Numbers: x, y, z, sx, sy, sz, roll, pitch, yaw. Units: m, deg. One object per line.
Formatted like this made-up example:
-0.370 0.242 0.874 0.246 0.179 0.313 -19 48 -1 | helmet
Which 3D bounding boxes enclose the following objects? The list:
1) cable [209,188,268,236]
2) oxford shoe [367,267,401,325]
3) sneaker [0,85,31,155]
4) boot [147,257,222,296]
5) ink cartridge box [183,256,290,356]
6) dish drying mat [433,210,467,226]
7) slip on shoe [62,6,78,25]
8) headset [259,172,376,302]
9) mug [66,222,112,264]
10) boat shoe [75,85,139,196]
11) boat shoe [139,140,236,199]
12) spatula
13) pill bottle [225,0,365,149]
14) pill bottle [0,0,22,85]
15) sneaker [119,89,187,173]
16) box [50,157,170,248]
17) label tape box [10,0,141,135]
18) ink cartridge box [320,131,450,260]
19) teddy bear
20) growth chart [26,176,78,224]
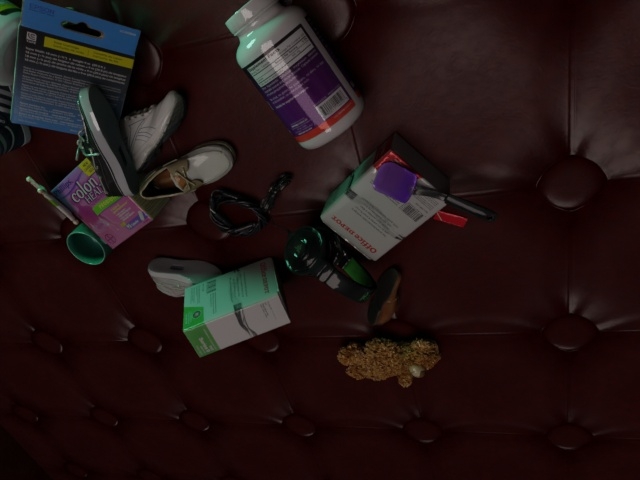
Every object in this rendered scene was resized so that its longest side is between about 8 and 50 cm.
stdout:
-0.240 -0.068 1.478 0.184 0.047 0.151 19 129 1 | cable
0.206 0.166 1.524 0.076 0.076 0.212 0 130 -22 | oxford shoe
-0.906 -0.364 1.380 0.099 0.153 0.282 3 126 13 | sneaker
-0.432 0.132 1.667 0.258 0.095 0.123 11 138 14 | boot
-0.248 0.192 1.510 0.289 0.211 0.122 -20 122 0 | ink cartridge box
0.343 -0.058 1.343 0.083 0.008 0.032 17 128 4 | dish drying mat
-0.657 -0.545 1.246 0.135 0.041 0.052 6 127 12 | slip on shoe
0.000 0.000 1.366 0.394 0.243 0.185 38 103 8 | headset
-0.714 0.001 1.633 0.157 0.097 0.130 13 128 6 | mug
-0.556 -0.238 1.278 0.104 0.113 0.306 -6 138 1 | boat shoe
-0.366 -0.178 1.396 0.302 0.103 0.113 -18 119 27 | boat shoe
0.269 -0.102 1.175 0.296 0.030 0.084 19 124 0 | spatula
-0.056 -0.373 1.113 0.181 0.182 0.323 -26 115 30 | pill bottle
-0.859 -0.536 1.212 0.333 0.188 0.188 33 128 -4 | pill bottle
-0.462 -0.295 1.339 0.129 0.111 0.297 45 124 -12 | sneaker
-0.613 -0.131 1.493 0.213 0.117 0.243 -28 114 31 | box
-0.590 -0.416 1.218 0.240 0.106 0.334 7 136 -31 | label tape box
0.161 -0.104 1.293 0.197 0.114 0.273 38 125 -14 | ink cartridge box
0.218 0.399 1.655 0.337 0.113 0.245 2 128 15 | teddy bear
-0.796 -0.117 1.520 0.237 0.021 0.172 24 156 48 | growth chart
